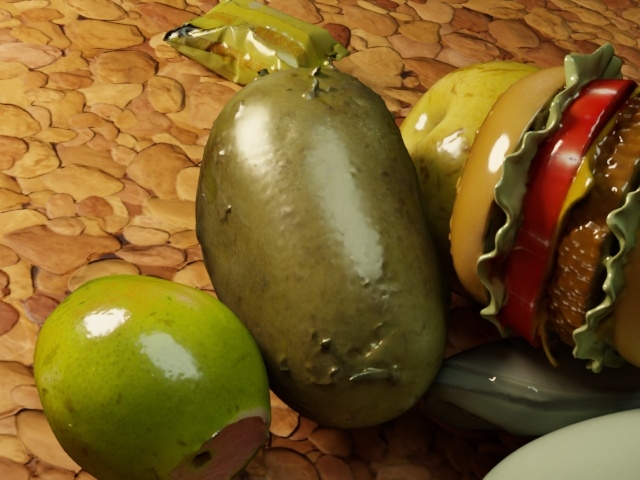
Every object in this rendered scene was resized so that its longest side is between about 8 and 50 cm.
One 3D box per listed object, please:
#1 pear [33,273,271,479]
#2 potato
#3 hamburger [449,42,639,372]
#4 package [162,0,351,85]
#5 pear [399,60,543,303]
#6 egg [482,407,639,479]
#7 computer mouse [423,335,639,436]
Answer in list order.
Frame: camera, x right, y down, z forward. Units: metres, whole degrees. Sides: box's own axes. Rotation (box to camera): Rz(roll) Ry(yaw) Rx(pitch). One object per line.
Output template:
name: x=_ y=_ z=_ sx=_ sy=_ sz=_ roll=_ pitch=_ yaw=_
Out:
pear: x=-0.147 y=0.111 z=0.889 sx=0.187 sy=0.187 sz=0.220 roll=-22 pitch=55 yaw=-40
potato: x=0.000 y=0.016 z=1.018 sx=0.219 sy=0.270 sz=0.359 roll=-8 pitch=59 yaw=-12
hamburger: x=0.227 y=-0.029 z=0.919 sx=0.212 sy=0.274 sz=0.274 roll=21 pitch=35 yaw=26
package: x=-0.082 y=-0.265 z=1.469 sx=0.226 sy=0.090 sz=0.168 roll=24 pitch=41 yaw=15
pear: x=0.207 y=-0.056 z=1.177 sx=0.281 sy=0.280 sz=0.281 roll=10 pitch=37 yaw=-8
egg: x=0.295 y=0.243 z=0.847 sx=0.371 sy=0.230 sz=0.230 roll=5 pitch=38 yaw=-8
computer mouse: x=0.257 y=0.138 z=1.014 sx=0.331 sy=0.095 sz=0.197 roll=3 pitch=-4 yaw=-21
